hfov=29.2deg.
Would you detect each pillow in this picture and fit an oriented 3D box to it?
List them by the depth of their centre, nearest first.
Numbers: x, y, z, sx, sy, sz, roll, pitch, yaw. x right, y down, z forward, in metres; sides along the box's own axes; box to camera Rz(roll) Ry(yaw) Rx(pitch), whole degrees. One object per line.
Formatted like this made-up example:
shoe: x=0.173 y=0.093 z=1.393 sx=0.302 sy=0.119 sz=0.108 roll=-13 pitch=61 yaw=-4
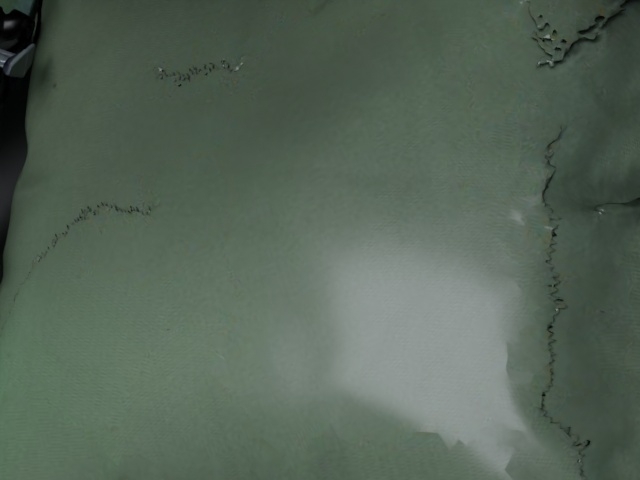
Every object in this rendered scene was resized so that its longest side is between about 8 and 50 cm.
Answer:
pillow: x=0.000 y=0.000 z=0.494 sx=0.310 sy=0.119 sz=0.312 roll=1 pitch=73 yaw=15

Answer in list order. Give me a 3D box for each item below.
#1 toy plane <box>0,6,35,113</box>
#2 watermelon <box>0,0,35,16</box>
toy plane: x=-0.160 y=-0.033 z=0.519 sx=0.053 sy=0.078 sz=0.197 roll=18 pitch=115 yaw=0
watermelon: x=-0.247 y=-0.140 z=0.527 sx=0.290 sy=0.214 sz=0.319 roll=-17 pitch=70 yaw=17
